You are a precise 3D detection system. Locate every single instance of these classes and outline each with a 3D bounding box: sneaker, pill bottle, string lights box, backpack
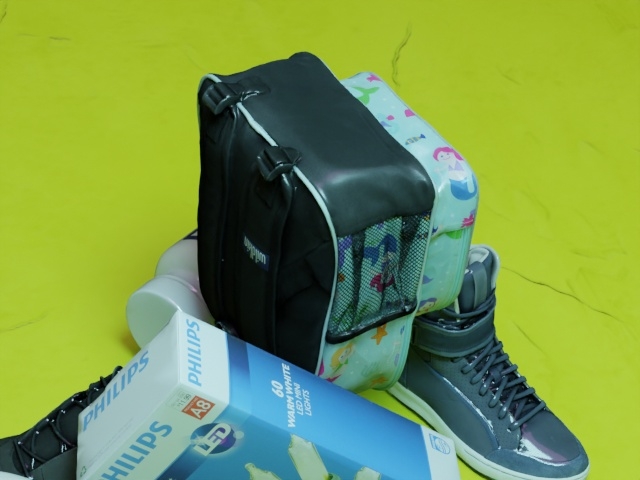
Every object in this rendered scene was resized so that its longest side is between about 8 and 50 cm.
[{"bbox_3d":[-0.178,0.158,1.272,0.286,0.130,0.109,-14,48,-24],"label":"sneaker"},{"bbox_3d":[-0.081,0.035,1.446,0.112,0.112,0.187,30,45,23],"label":"pill bottle"},{"bbox_3d":[-0.036,0.164,1.204,0.260,0.133,0.077,27,34,-27],"label":"string lights box"},{"bbox_3d":[0.000,0.000,1.277,0.191,0.253,0.225,-12,40,-29],"label":"backpack"},{"bbox_3d":[0.144,0.102,1.374,0.226,0.163,0.086,34,44,25],"label":"sneaker"}]

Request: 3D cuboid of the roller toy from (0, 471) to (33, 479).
[{"bbox_3d":[-0.236,0.262,1.106,0.209,0.146,0.191,38,56,18],"label":"roller toy"}]
